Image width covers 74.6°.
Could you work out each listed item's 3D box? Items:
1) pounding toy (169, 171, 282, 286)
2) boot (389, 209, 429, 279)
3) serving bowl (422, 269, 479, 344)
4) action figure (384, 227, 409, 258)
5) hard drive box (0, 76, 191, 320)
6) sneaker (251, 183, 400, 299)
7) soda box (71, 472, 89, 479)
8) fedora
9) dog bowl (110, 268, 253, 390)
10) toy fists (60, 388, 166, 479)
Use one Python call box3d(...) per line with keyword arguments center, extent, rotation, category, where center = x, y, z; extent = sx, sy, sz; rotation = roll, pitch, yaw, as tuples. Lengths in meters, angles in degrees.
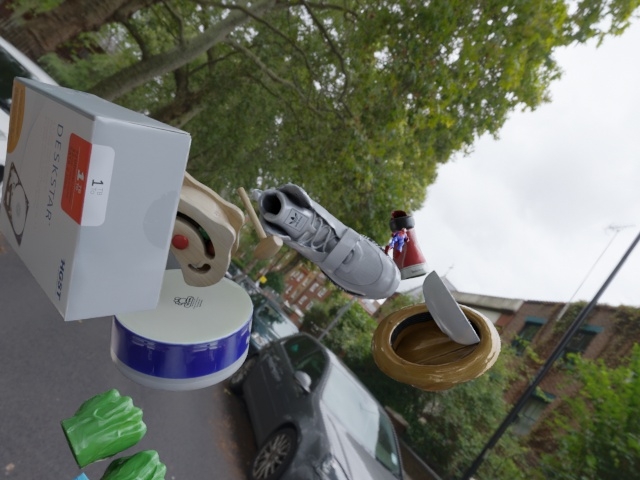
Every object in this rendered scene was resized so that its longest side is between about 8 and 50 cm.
box3d(center=(-0.217, -0.025, 0.790), extent=(0.269, 0.154, 0.155), rotation=(36, 28, -15), category="pounding toy")
box3d(center=(0.220, 0.016, 1.113), extent=(0.244, 0.088, 0.177), rotation=(78, -1, -79), category="boot")
box3d(center=(0.128, 0.072, 0.432), extent=(0.083, 0.027, 0.083), rotation=(55, 11, -16), category="serving bowl")
box3d(center=(0.159, 0.000, 0.851), extent=(0.038, 0.030, 0.115), rotation=(19, 26, 14), category="action figure")
box3d(center=(-0.248, -0.055, 0.440), extent=(0.232, 0.181, 0.089), rotation=(26, 17, 37), category="hard drive box")
box3d(center=(0.000, 0.000, 0.924), extent=(0.365, 0.138, 0.210), rotation=(36, 3, 28), category="sneaker")
box3d(center=(-0.376, 0.458, 0.624), extent=(0.071, 0.210, 0.067), rotation=(29, 24, 25), category="soda box")
box3d(center=(0.179, 0.176, 0.660), extent=(0.194, 0.194, 0.079), rotation=(29, -39, 50), category="fedora")
box3d(center=(-0.269, 0.163, 0.831), extent=(0.264, 0.104, 0.265), rotation=(11, 22, -4), category="dog bowl")
box3d(center=(-0.427, 0.460, 0.891), extent=(0.096, 0.142, 0.280), rotation=(-32, -98, 50), category="toy fists")
